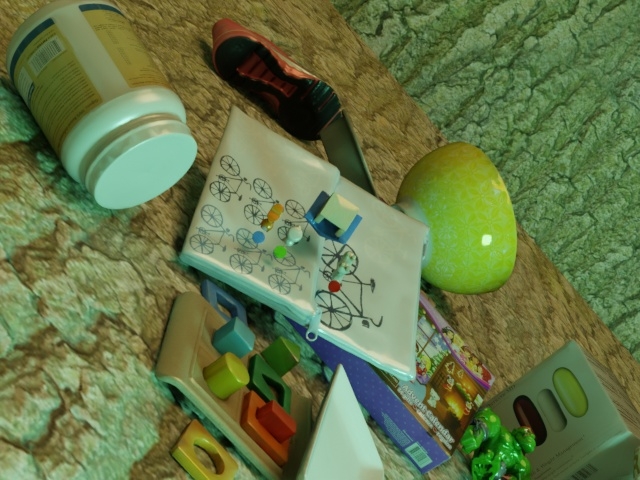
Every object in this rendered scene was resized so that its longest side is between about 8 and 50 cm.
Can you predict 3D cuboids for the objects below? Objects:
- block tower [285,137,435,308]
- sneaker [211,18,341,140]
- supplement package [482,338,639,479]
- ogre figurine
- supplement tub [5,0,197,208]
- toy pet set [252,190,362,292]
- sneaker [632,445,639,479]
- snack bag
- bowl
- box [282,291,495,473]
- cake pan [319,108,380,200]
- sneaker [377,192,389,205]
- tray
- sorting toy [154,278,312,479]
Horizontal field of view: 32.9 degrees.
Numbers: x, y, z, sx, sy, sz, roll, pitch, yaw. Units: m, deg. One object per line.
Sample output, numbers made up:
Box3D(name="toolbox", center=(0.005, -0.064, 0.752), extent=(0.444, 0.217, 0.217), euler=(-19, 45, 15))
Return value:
Box3D(name="block tower", center=(0.022, 0.010, 1.576), extent=(0.335, 0.091, 0.097), euler=(48, 16, -4))
Box3D(name="sneaker", center=(-0.076, -0.305, 1.975), extent=(0.314, 0.116, 0.136), euler=(36, 20, -37))
Box3D(name="supplement package", center=(0.399, 0.307, 1.708), extent=(0.149, 0.194, 0.203), euler=(38, 19, -37))
Box3D(name="ogre figurine", center=(0.249, 0.307, 1.504), extent=(0.197, 0.097, 0.118), euler=(37, 29, -13))
Box3D(name="supplement tub", center=(-0.234, -0.148, 1.166), extent=(0.199, 0.144, 0.144), euler=(56, 18, 20))
Box3D(name="toy pet set", center=(-0.010, -0.006, 1.317), extent=(0.122, 0.114, 0.065), euler=(35, -18, -4))
Box3D(name="sneaker", center=(0.433, 0.367, 1.511), extent=(0.292, 0.108, 0.169), euler=(4, 47, -7))
Box3D(name="snack bag", center=(0.000, 0.000, 1.384), extent=(0.342, 0.037, 0.323), euler=(31, 36, -15))
Box3D(name="bowl", center=(0.211, -0.025, 1.971), extent=(0.156, 0.289, 0.289), euler=(-14, 55, -23))
Box3D(name="box", center=(0.092, 0.136, 1.436), extent=(0.293, 0.057, 0.201), euler=(49, 35, -2))
Box3D(name="cake pan", center=(0.064, -0.064, 1.735), extent=(0.293, 0.054, 0.293), euler=(-20, 90, -88))
Box3D(name="sneaker", center=(0.091, -0.064, 1.954), extent=(0.185, 0.069, 0.084), euler=(52, 22, 7))
Box3D(name="tray", center=(0.018, 0.240, 1.109), extent=(0.270, 0.030, 0.145), euler=(-62, 131, -72))
Box3D(name="sorting toy", center=(-0.074, 0.146, 1.104), extent=(0.196, 0.047, 0.347), euler=(44, 17, -17))
